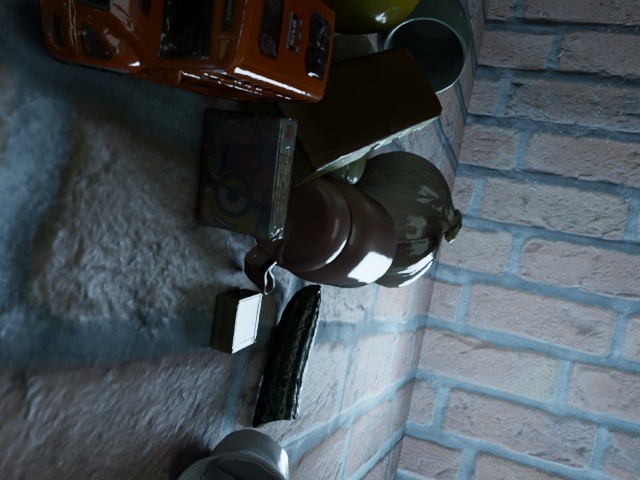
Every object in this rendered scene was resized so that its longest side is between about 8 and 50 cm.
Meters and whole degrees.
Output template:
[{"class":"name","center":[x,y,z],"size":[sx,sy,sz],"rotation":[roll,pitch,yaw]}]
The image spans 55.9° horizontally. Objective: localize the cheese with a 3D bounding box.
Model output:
[{"class":"cheese","center":[0.045,-0.226,1.068],"size":[0.159,0.093,0.263],"rotation":[44,58,-64]}]

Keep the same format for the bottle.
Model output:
[{"class":"bottle","center":[0.000,0.000,0.962],"size":[0.206,0.173,0.297],"rotation":[-49,162,8]}]

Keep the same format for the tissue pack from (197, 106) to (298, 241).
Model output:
[{"class":"tissue pack","center":[-0.089,-0.081,0.733],"size":[0.060,0.108,0.148],"rotation":[-19,119,-65]}]

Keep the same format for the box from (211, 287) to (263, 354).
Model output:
[{"class":"box","center":[-0.119,0.112,0.867],"size":[0.079,0.035,0.083],"rotation":[-12,112,-70]}]

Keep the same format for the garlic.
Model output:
[{"class":"garlic","center":[0.176,-0.038,1.380],"size":[0.322,0.241,0.322],"rotation":[-29,131,-39]}]

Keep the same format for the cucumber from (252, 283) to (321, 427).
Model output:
[{"class":"cucumber","center":[-0.054,0.200,1.053],"size":[0.077,0.077,0.265],"rotation":[42,58,-68]}]

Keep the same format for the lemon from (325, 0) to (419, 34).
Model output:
[{"class":"lemon","center":[0.056,-0.393,0.845],"size":[0.260,0.204,0.204],"rotation":[-14,113,-63]}]

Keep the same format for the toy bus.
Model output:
[{"class":"toy bus","center":[-0.100,-0.210,0.570],"size":[0.329,0.153,0.143],"rotation":[-14,115,-69]}]

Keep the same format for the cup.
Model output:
[{"class":"cup","center":[0.237,-0.455,1.422],"size":[0.258,0.186,0.234],"rotation":[-56,-170,44]}]

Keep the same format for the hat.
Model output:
[{"class":"hat","center":[-0.109,0.351,0.859],"size":[0.126,0.203,0.203],"rotation":[-72,166,-70]}]

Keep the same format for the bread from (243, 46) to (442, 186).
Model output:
[{"class":"bread","center":[0.053,-0.198,0.907],"size":[0.361,0.077,0.138],"rotation":[-30,85,-45]}]
